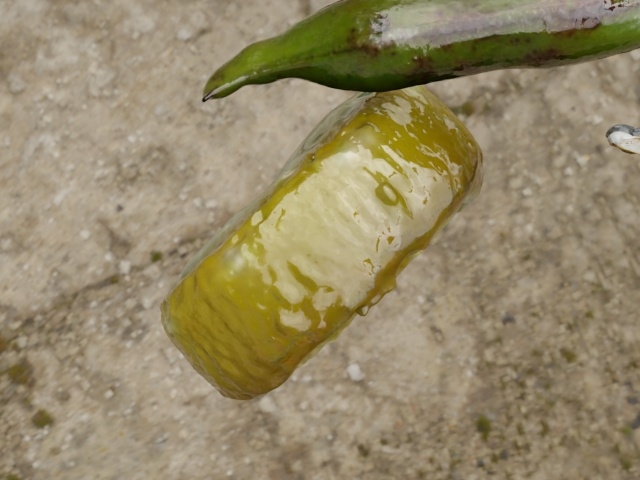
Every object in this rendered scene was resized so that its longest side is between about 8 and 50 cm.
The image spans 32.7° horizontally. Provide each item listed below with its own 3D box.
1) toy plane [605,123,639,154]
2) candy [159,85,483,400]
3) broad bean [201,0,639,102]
[{"bbox_3d":[0.480,-0.128,1.167,0.316,0.103,0.204,-31,46,-20],"label":"toy plane"},{"bbox_3d":[0.000,0.000,0.769,0.118,0.260,0.260,45,54,-1],"label":"candy"},{"bbox_3d":[0.092,-0.126,0.642,0.339,0.077,0.061,-8,111,5],"label":"broad bean"}]
